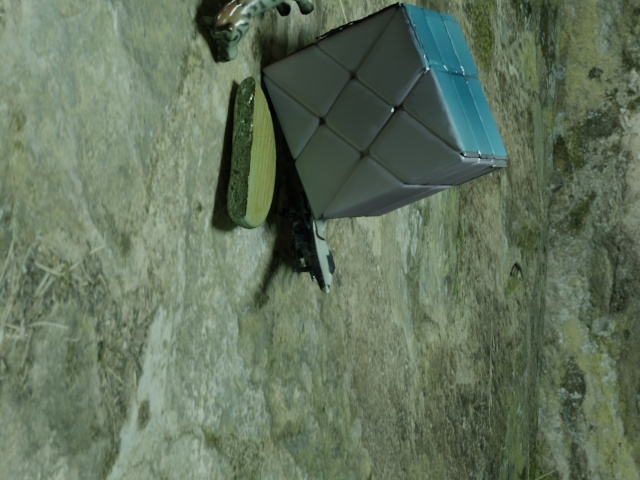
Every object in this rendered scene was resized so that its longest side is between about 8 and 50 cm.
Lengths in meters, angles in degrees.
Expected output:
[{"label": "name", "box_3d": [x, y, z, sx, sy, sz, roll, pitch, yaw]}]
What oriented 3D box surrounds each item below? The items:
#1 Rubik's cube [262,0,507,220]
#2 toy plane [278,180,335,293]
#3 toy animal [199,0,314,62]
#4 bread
[{"label": "Rubik's cube", "box_3d": [0.090, -0.167, 1.978, 0.224, 0.221, 0.231, -10, 79, -68]}, {"label": "toy plane", "box_3d": [-0.016, -0.003, 1.979, 0.234, 0.082, 0.160, -80, 168, -53]}, {"label": "toy animal", "box_3d": [-0.064, -0.328, 1.852, 0.170, 0.090, 0.255, 45, 46, -56]}, {"label": "bread", "box_3d": [-0.086, -0.097, 1.867, 0.112, 0.036, 0.193, 49, 43, -66]}]
